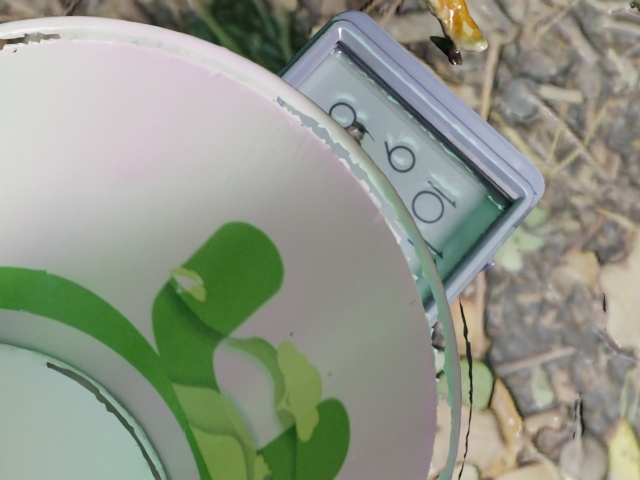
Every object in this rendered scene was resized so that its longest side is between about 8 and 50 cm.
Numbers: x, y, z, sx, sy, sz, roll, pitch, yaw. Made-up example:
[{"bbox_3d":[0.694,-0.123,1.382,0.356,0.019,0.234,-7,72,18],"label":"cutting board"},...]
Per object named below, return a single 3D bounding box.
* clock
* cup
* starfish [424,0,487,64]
[{"bbox_3d":[0.001,0.001,0.880,0.145,0.073,0.193,42,69,0],"label":"clock"},{"bbox_3d":[-0.110,0.084,0.707,0.253,0.274,0.253,11,61,-19],"label":"cup"},{"bbox_3d":[-0.077,-0.237,0.813,0.384,0.132,0.398,18,35,-51],"label":"starfish"}]
